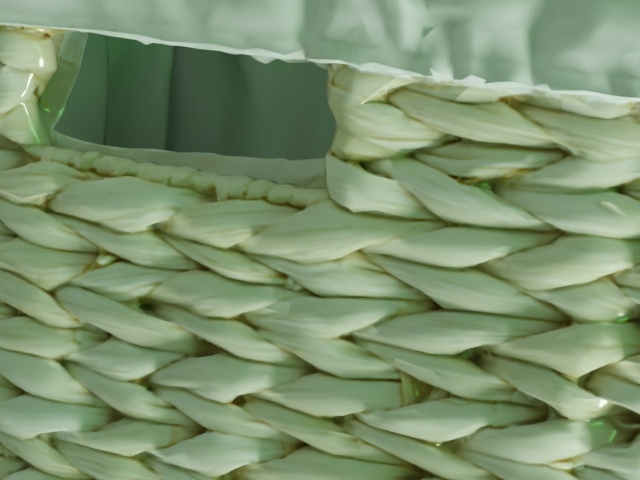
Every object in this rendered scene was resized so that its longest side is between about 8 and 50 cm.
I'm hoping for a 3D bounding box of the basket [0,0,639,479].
[{"bbox_3d":[0.000,0.000,0.626,0.331,0.328,0.266,-32,129,-70],"label":"basket"}]
